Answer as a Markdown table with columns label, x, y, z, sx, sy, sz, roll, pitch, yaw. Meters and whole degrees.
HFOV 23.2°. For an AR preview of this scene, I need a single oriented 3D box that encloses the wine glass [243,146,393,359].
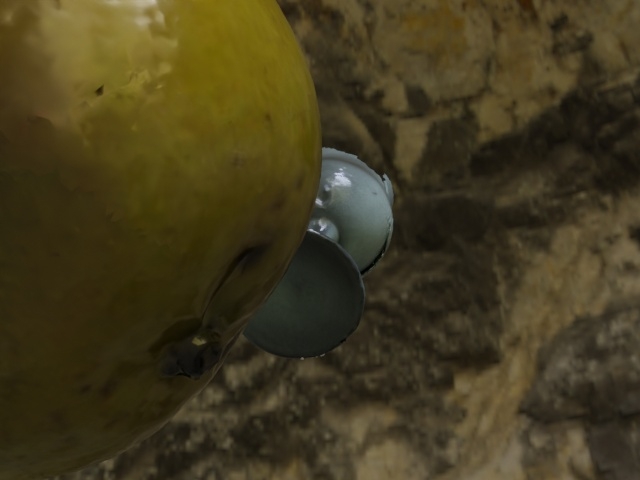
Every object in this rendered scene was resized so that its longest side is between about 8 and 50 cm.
| label | x | y | z | sx | sy | sz | roll | pitch | yaw |
| --- | --- | --- | --- | --- | --- | --- | --- | --- | --- |
| wine glass | 0.000 | 0.000 | 0.915 | 0.079 | 0.195 | 0.079 | 2 | -71 | 7 |

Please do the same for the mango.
| label | x | y | z | sx | sy | sz | roll | pitch | yaw |
| --- | --- | --- | --- | --- | --- | --- | --- | --- | --- |
| mango | -0.174 | -0.030 | 0.627 | 0.364 | 0.182 | 0.253 | 0 | -90 | 24 |
